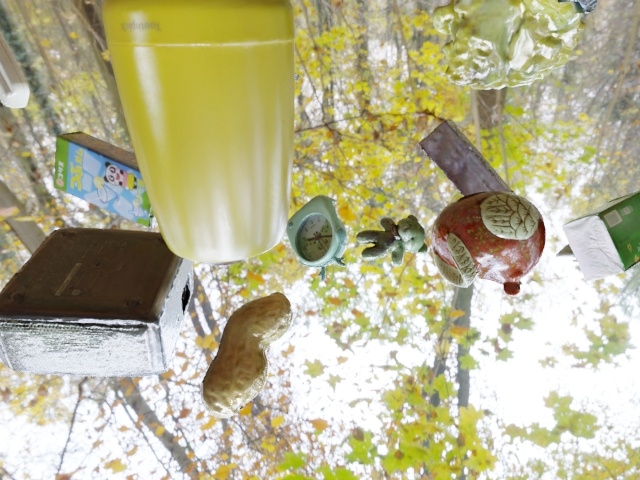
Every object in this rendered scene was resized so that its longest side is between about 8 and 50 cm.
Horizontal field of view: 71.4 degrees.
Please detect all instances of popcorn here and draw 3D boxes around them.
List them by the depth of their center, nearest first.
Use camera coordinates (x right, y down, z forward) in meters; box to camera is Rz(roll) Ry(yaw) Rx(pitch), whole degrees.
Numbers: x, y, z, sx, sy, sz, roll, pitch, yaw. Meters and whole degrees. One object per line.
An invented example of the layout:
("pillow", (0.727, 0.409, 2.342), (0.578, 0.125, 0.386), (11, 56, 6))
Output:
("popcorn", (0.359, -0.433, 0.877), (0.293, 0.293, 0.236), (-1, -112, 9))

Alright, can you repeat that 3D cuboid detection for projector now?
("projector", (-0.590, 0.150, 1.216), (0.406, 0.241, 0.395), (4, -146, -5))

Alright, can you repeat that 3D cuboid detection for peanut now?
("peanut", (-0.126, 0.189, 0.759), (0.103, 0.098, 0.229), (25, -105, -9))

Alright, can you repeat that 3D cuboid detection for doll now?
("doll", (0.157, -0.001, 0.965), (0.151, 0.077, 0.114), (-16, -104, -3))

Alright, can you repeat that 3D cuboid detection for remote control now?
("remote control", (-0.667, -0.381, 0.900), (0.049, 0.230, 0.090), (-28, 179, -43))

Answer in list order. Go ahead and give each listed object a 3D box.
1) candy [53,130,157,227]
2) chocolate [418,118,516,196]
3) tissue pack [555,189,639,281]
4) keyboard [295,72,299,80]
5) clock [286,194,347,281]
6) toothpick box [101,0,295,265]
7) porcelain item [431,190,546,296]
("candy", (-0.347, -0.104, 0.749), (0.195, 0.097, 0.062), (23, -154, 7))
("chocolate", (0.422, -0.190, 1.243), (0.321, 0.112, 0.112), (49, -147, 1))
("tissue pack", (0.687, -0.007, 1.075), (0.209, 0.156, 0.147), (-22, -97, -28))
("keyboard", (-0.151, -0.477, 1.213), (0.196, 0.018, 0.060), (22, -175, 15))
("clock", (0.000, 0.000, 1.153), (0.159, 0.066, 0.210), (-36, -119, 29))
("toothpick box", (-0.111, -0.113, 0.472), (0.175, 0.271, 0.175), (-1, -153, 0))
("porcelain item", (0.378, 0.017, 0.989), (0.253, 0.252, 0.252), (-5, -143, 4))
